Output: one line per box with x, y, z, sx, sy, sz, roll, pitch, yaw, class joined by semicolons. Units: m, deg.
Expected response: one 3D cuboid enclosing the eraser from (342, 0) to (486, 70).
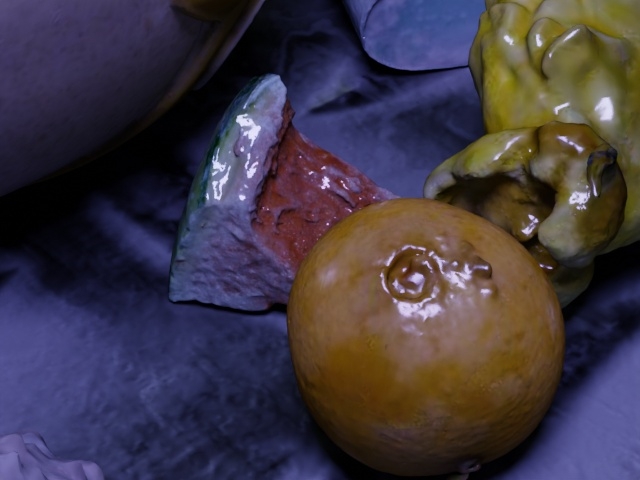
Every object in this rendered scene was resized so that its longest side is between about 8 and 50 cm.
0.080;-0.214;1.243;0.174;0.081;0.227;-11;43;-10;eraser

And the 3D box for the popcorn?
0.139;-0.065;1.018;0.195;0.168;0.173;-35;19;-36;popcorn

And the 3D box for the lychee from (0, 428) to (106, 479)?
-0.158;0.202;0.667;0.300;0.300;0.300;-1;43;1;lychee

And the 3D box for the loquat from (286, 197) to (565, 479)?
0.052;0.048;0.927;0.141;0.141;0.141;-1;43;1;loquat

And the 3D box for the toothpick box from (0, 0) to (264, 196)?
-0.208;-0.223;1.032;0.409;0.409;0.425;33;48;32;toothpick box

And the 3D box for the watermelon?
-0.020;0.001;1.049;0.121;0.158;0.098;-22;40;50;watermelon
